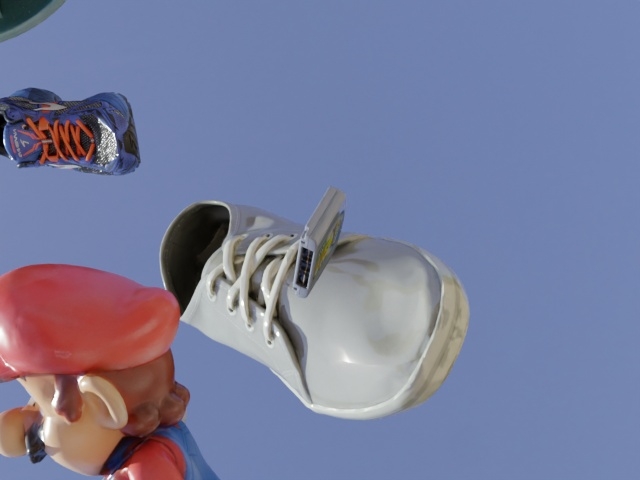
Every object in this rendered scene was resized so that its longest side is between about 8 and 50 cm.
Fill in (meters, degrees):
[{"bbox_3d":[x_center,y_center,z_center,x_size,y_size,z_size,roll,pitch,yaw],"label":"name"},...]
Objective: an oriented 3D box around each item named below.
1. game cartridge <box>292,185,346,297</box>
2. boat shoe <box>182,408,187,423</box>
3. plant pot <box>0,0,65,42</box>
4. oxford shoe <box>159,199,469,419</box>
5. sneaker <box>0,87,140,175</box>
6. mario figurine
[{"bbox_3d":[0.000,0.000,0.925,0.083,0.017,0.056,101,-167,-57],"label":"game cartridge"},{"bbox_3d":[-0.135,0.165,0.961,0.035,0.035,0.100,45,-119,-61],"label":"boat shoe"},{"bbox_3d":[-0.467,-0.470,1.566,0.341,0.341,0.334,34,-151,-41],"label":"plant pot"},{"bbox_3d":[-0.029,0.051,1.167,0.130,0.449,0.169,28,-95,-31],"label":"oxford shoe"},{"bbox_3d":[-0.253,-0.095,1.209,0.087,0.221,0.083,-25,-67,-43],"label":"sneaker"},{"bbox_3d":[-0.136,0.166,0.840,0.170,0.198,0.321,-34,-81,-32],"label":"mario figurine"}]
